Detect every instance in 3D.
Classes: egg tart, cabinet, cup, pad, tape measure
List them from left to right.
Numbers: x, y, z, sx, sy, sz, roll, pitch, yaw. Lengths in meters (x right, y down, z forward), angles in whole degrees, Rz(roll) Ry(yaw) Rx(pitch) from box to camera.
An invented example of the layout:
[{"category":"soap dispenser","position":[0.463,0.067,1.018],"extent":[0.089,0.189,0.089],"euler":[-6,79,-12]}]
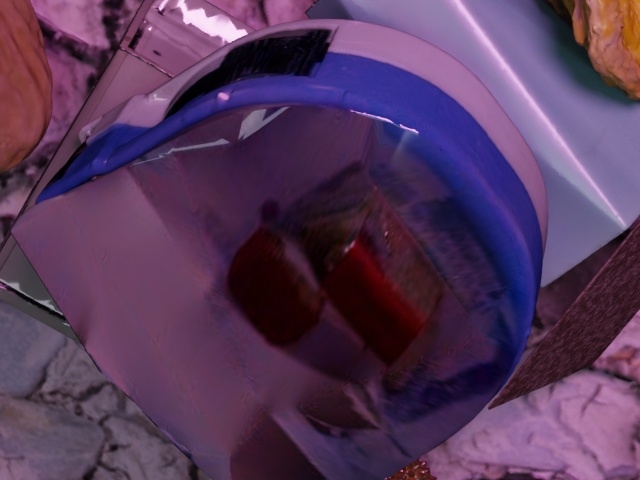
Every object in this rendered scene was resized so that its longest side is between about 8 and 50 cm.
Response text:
[{"category":"cabinet","position":[-0.106,-0.044,1.152],"extent":[0.145,0.150,0.206],"euler":[30,117,-9]},{"category":"tape measure","position":[-0.002,0.000,1.002],"extent":[0.262,0.138,0.259],"euler":[-31,111,20]},{"category":"cup","position":[0.110,-0.104,1.093],"extent":[0.134,0.148,0.235],"euler":[-42,94,5]},{"category":"pad","position":[0.212,0.016,1.116],"extent":[0.003,0.158,0.235],"euler":[46,120,20]},{"category":"egg tart","position":[0.199,-0.183,1.026],"extent":[0.074,0.191,0.191],"euler":[25,126,42]}]

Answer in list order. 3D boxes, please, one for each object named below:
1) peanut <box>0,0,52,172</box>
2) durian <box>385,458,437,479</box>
[{"category":"peanut","position":[-0.274,-0.181,1.128],"extent":[0.159,0.143,0.291],"euler":[-6,112,5]},{"category":"durian","position":[0.033,0.220,1.297],"extent":[0.111,0.071,0.140],"euler":[9,122,9]}]
